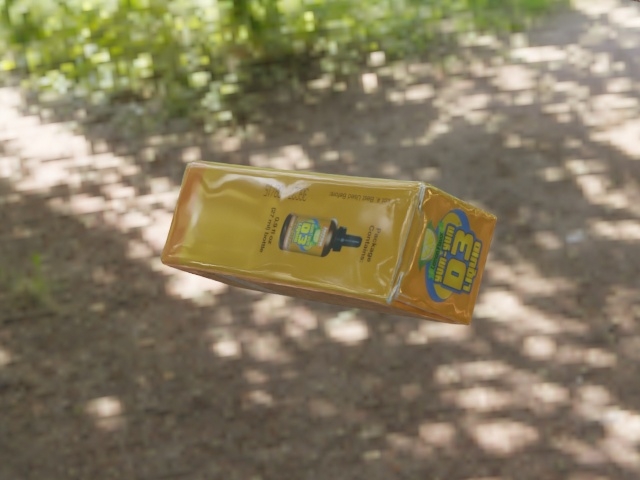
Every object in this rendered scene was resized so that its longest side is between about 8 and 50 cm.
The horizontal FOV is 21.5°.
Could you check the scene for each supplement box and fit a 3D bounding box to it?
[{"bbox_3d":[0.000,0.000,1.085,0.080,0.078,0.233,22,-8,-39],"label":"supplement box"}]
